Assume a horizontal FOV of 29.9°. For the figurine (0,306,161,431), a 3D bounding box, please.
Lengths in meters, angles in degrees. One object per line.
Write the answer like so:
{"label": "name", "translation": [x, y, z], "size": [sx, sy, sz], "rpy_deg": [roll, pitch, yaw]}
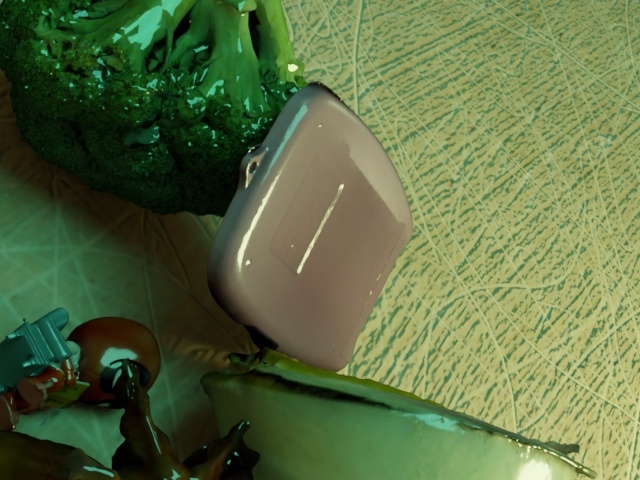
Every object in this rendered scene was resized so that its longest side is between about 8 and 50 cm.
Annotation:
{"label": "figurine", "translation": [-0.172, 0.087, 0.848], "size": [0.140, 0.068, 0.075], "rpy_deg": [-4, 59, -54]}

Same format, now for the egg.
{"label": "egg", "translation": [0.041, 0.190, 0.864], "size": [0.286, 0.264, 0.174], "rpy_deg": [27, 76, -38]}

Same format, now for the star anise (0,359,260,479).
{"label": "star anise", "translation": [-0.105, 0.227, 0.752], "size": [0.346, 0.148, 0.237], "rpy_deg": [47, 60, -11]}

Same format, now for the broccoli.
{"label": "broccoli", "translation": [-0.113, -0.146, 0.926], "size": [0.270, 0.270, 0.270], "rpy_deg": [22, 23, -10]}

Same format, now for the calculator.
{"label": "calculator", "translation": [0.001, 0.001, 0.933], "size": [0.194, 0.043, 0.294], "rpy_deg": [-62, 154, -11]}
